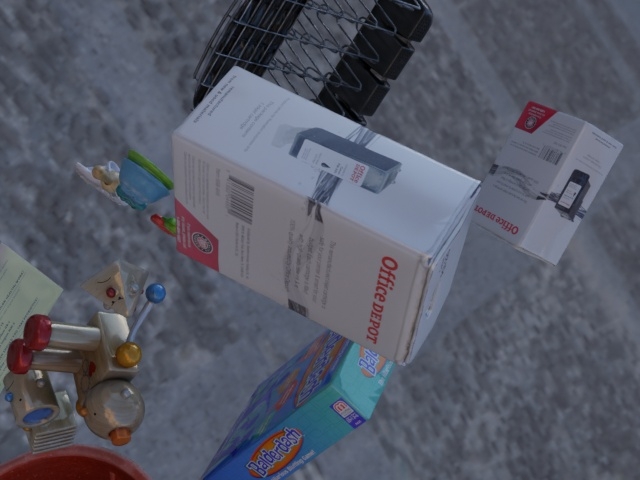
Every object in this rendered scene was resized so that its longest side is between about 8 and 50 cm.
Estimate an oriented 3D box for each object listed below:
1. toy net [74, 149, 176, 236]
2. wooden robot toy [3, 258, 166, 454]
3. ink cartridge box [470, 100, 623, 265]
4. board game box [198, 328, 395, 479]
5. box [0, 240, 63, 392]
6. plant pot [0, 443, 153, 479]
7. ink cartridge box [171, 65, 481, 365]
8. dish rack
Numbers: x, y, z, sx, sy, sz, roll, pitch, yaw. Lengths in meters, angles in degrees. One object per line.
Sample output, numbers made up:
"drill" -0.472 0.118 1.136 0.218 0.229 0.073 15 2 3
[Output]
"toy net" -0.225 -0.063 1.475 0.122 0.045 0.232 41 -11 -27
"wooden robot toy" -0.139 0.090 0.714 0.076 0.173 0.079 2 51 -40
"ink cartridge box" 0.238 -0.062 1.310 0.063 0.150 0.109 25 6 -32
"board game box" -0.012 0.144 1.097 0.047 0.210 0.160 43 36 -7
"box" -0.548 0.098 1.853 0.214 0.117 0.243 -61 149 -14
"plant pot" -0.188 0.358 1.067 0.265 0.272 0.272 57 20 -48
"ink cartridge box" 0.000 -0.017 0.943 0.218 0.158 0.092 28 58 14
"dish rack" -0.015 -0.200 1.274 0.271 0.208 0.074 6 34 -47
